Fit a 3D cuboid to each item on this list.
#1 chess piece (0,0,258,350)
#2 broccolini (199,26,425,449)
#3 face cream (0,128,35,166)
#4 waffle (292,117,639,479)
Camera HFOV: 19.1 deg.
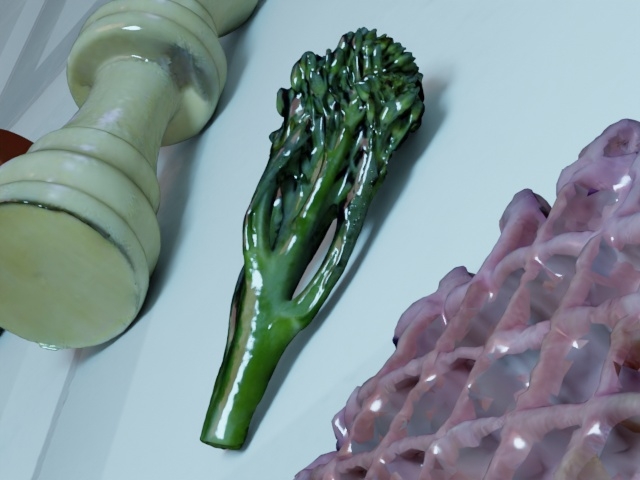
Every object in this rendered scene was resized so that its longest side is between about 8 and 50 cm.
[{"bbox_3d":[-0.109,-0.111,1.195,0.117,0.117,0.397,-39,22,41],"label":"chess piece"},{"bbox_3d":[-0.013,-0.007,0.836,0.091,0.068,0.203,-1,54,45],"label":"broccolini"},{"bbox_3d":[-0.261,0.030,1.344,0.214,0.096,0.096,-50,19,15],"label":"face cream"},{"bbox_3d":[0.052,0.069,0.547,0.221,0.055,0.234,-49,19,19],"label":"waffle"}]
